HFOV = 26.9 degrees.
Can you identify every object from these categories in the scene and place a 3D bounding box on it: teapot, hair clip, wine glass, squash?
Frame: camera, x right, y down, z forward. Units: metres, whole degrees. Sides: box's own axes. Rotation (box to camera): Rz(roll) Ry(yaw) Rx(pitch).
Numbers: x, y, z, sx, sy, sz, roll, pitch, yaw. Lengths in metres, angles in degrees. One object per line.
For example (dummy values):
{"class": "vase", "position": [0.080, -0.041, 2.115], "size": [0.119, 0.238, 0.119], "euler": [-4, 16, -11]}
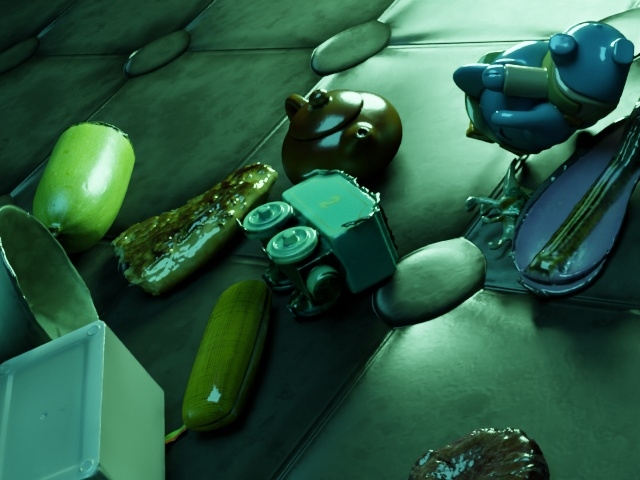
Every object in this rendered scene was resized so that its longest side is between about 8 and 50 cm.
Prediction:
{"class": "teapot", "position": [0.012, -0.159, 1.875], "size": [0.178, 0.135, 0.252], "euler": [-33, 32, -14]}
{"class": "hair clip", "position": [0.329, -0.071, 1.560], "size": [0.359, 0.110, 0.095], "euler": [-51, -7, -20]}
{"class": "wine glass", "position": [-0.499, 0.165, 1.718], "size": [0.406, 0.267, 0.267], "euler": [-31, 31, 7]}
{"class": "squash", "position": [-0.369, -0.067, 2.052], "size": [0.132, 0.132, 0.247], "euler": [-17, 34, 19]}

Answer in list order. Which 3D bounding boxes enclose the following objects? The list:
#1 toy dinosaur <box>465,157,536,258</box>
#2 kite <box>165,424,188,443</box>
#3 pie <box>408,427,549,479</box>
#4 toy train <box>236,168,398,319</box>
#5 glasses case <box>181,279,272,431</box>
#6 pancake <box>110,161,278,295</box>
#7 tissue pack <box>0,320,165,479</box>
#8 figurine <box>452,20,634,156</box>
{"class": "toy dinosaur", "position": [0.242, -0.041, 1.613], "size": [0.106, 0.044, 0.187], "euler": [12, 36, 30]}
{"class": "kite", "position": [-0.238, 0.263, 1.575], "size": [0.183, 0.014, 0.241], "euler": [-31, 30, -5]}
{"class": "pie", "position": [0.146, 0.236, 1.278], "size": [0.153, 0.038, 0.154], "euler": [-23, 31, 15]}
{"class": "toy train", "position": [0.000, 0.000, 1.679], "size": [0.163, 0.112, 0.203], "euler": [-28, 31, -11]}
{"class": "glasses case", "position": [-0.109, 0.134, 1.611], "size": [0.079, 0.064, 0.234], "euler": [-21, 32, 26]}
{"class": "pancake", "position": [-0.202, -0.013, 1.931], "size": [0.244, 0.057, 0.266], "euler": [-7, 32, 47]}
{"class": "tissue pack", "position": [-0.275, 0.235, 1.502], "size": [0.159, 0.136, 0.246], "euler": [-23, 37, 12]}
{"class": "figurine", "position": [0.267, -0.187, 1.619], "size": [0.180, 0.154, 0.262], "euler": [-15, -11, -14]}
